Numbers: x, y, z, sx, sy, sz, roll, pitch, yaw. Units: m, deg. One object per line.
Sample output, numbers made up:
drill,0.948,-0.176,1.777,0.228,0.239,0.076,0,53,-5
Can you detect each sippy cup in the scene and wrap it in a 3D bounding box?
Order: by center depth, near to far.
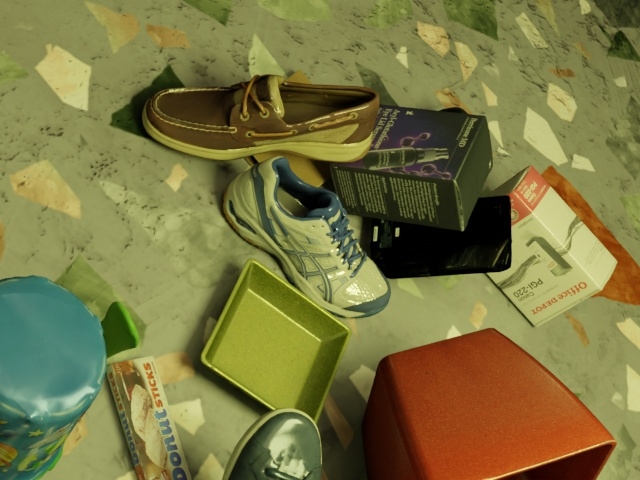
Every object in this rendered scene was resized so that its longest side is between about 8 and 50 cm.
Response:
sippy cup,-0.352,0.152,1.350,0.240,0.224,0.306,34,51,-16

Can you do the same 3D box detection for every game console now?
game console,0.195,-0.085,1.926,0.044,0.213,0.361,74,18,-45

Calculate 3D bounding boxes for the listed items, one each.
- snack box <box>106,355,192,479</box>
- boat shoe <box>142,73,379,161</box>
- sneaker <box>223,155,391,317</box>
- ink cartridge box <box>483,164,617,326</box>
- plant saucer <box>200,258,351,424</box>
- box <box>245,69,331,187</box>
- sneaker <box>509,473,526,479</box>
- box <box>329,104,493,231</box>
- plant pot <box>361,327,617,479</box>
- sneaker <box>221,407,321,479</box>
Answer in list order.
snack box,-0.216,0.235,1.540,0.064,0.022,0.178,-7,70,-40
boat shoe,-0.081,-0.192,1.755,0.341,0.123,0.123,5,50,-11
sneaker,0.000,0.000,1.757,0.296,0.131,0.112,37,48,-16
ink cartridge box,0.346,0.013,1.983,0.218,0.158,0.092,46,44,-6
plant saucer,-0.067,0.149,1.682,0.188,0.045,0.188,37,50,-15
box,-0.040,-0.158,1.887,0.164,0.021,0.201,50,48,-3
sneaker,0.320,0.383,1.817,0.283,0.110,0.122,39,3,8
box,0.141,-0.114,1.861,0.108,0.207,0.153,74,32,-43
plant pot,0.190,0.276,1.639,0.267,0.267,0.236,-14,53,-20
sneaker,-0.053,0.363,1.388,0.131,0.148,0.350,21,74,-24
